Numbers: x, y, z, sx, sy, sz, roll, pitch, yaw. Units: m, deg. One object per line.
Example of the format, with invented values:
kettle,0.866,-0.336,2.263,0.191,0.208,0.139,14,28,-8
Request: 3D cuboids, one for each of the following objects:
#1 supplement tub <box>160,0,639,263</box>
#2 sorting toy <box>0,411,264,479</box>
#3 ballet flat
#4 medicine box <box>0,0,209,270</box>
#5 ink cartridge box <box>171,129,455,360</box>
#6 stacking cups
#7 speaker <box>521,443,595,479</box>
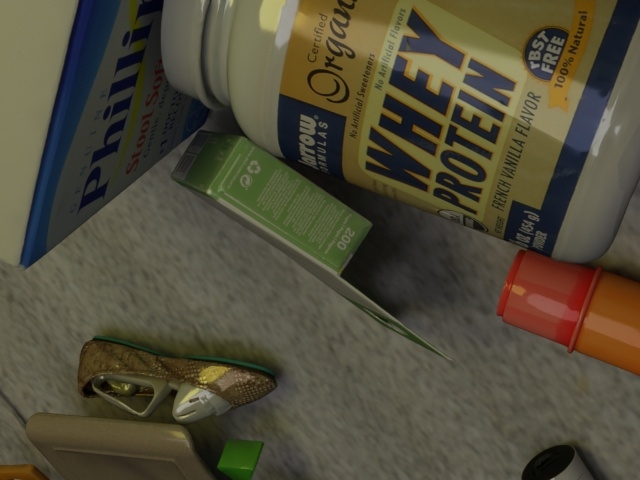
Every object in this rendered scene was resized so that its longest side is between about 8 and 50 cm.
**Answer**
supplement tub,0.076,-0.138,0.807,0.316,0.228,0.228,21,123,11
sorting toy,-0.178,0.231,1.203,0.348,0.047,0.196,2,138,20
ballet flat,-0.141,0.141,1.140,0.206,0.067,0.073,6,152,24
medicine box,-0.171,-0.169,0.855,0.149,0.289,0.263,27,124,7
ink cartridge box,0.000,0.000,0.958,0.235,0.171,0.056,33,86,-17
stacking cups,0.296,0.085,0.932,0.316,0.096,0.096,21,123,17
speaker,0.232,0.247,1.057,0.055,0.055,0.136,-26,104,31
